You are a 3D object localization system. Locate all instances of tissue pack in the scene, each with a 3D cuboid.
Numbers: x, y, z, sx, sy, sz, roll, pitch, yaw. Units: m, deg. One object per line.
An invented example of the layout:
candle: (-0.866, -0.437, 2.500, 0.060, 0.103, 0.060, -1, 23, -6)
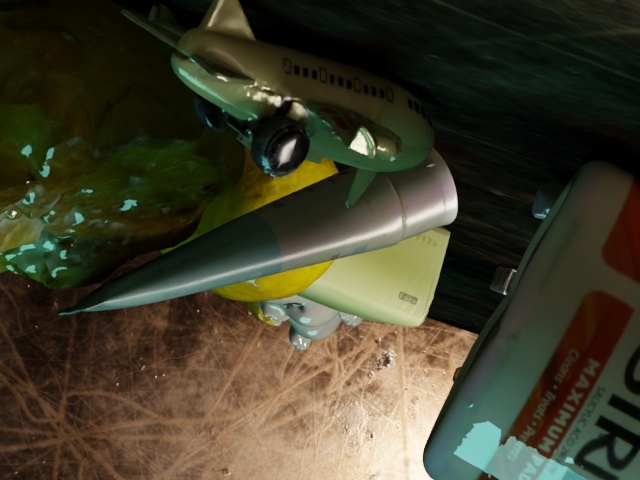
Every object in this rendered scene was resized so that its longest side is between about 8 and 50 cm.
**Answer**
tissue pack: (0.000, 0.000, 1.898, 0.159, 0.125, 0.234, 14, 175, 43)

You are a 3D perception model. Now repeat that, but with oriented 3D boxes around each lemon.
lemon: (-0.065, -0.028, 1.604, 0.170, 0.170, 0.207, 22, 180, -35)

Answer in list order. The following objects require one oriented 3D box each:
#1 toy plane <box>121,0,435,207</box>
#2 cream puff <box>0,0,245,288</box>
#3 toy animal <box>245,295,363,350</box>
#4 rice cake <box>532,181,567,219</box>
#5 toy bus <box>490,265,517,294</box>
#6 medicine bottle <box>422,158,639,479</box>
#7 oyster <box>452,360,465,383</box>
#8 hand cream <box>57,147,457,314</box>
toy plane: (-0.013, -0.087, 1.175, 0.244, 0.092, 0.229, 27, -174, -45)
cream puff: (-0.199, -0.083, 1.307, 0.282, 0.185, 0.282, -19, 160, -7)
toy animal: (-0.035, 0.021, 2.209, 0.208, 0.154, 0.325, 40, 167, 34)
rice cake: (0.279, 0.005, 1.404, 0.198, 0.037, 0.189, 16, 175, 26)
toy bus: (0.269, 0.068, 2.201, 0.131, 0.037, 0.052, 21, 177, -25)
medicine bottle: (0.226, 0.103, 1.242, 0.241, 0.252, 0.252, 28, 176, 4)
oyster: (0.311, 0.166, 2.281, 0.396, 0.204, 0.111, -24, 176, -28)
hand cream: (-0.044, 0.007, 1.389, 0.312, 0.070, 0.111, -21, -176, -17)
